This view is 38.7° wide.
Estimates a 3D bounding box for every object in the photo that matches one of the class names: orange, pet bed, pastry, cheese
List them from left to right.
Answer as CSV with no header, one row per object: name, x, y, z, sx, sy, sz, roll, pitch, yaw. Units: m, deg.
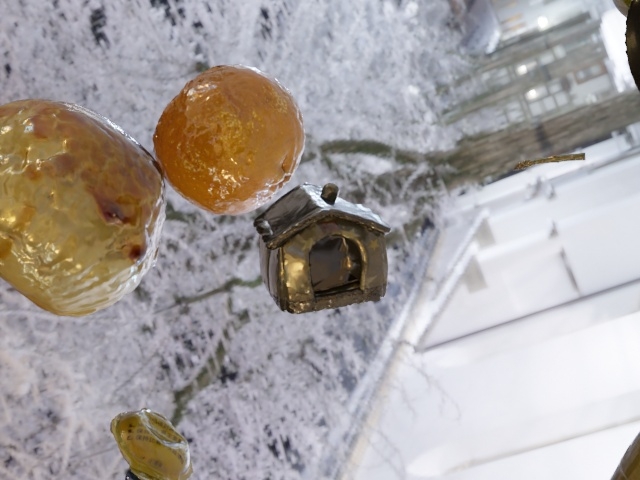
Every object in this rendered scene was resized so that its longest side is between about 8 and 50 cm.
pastry,-0.428,-0.067,1.523,0.388,0.313,0.388,42,172,7
cheese,-0.259,0.337,1.400,0.156,0.064,0.250,34,-168,-19
orange,-0.186,-0.210,1.986,0.293,0.341,0.340,42,-166,12
pet bed,0.000,0.000,1.359,0.211,0.183,0.159,-133,37,-74

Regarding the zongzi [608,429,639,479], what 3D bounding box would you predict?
zongzi,0.450,0.241,0.932,0.299,0.274,0.145,14,-159,-23

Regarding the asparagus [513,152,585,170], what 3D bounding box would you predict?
asparagus,0.363,-0.126,1.451,0.014,0.114,0.015,-6,-90,-68

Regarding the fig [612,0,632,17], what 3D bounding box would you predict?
fig,0.383,-0.353,1.122,0.149,0.149,0.245,51,180,-43

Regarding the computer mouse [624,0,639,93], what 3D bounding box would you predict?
computer mouse,0.399,-0.138,0.859,0.295,0.168,0.087,45,-134,-33
